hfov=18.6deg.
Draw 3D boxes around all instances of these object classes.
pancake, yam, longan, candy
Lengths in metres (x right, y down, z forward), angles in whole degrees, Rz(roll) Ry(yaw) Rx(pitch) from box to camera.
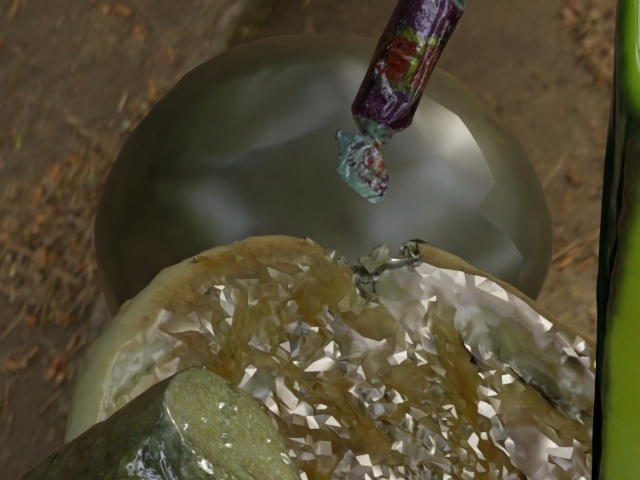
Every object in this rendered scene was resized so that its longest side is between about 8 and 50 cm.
[{"bbox_3d":[0.054,0.137,0.892,0.382,0.071,0.382,19,42,-18],"label":"pancake"},{"bbox_3d":[-0.117,0.125,0.614,0.061,0.274,0.061,36,33,-29],"label":"yam"},{"bbox_3d":[0.000,0.000,1.657,0.404,0.404,0.336,23,56,-8],"label":"longan"},{"bbox_3d":[0.053,-0.108,1.179,0.045,0.043,0.175,25,91,-11],"label":"candy"}]

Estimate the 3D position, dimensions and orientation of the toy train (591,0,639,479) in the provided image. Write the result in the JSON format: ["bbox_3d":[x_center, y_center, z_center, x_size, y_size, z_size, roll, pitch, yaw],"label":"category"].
[{"bbox_3d":[0.190,0.000,0.384,0.272,0.442,0.179,14,58,15],"label":"toy train"}]
